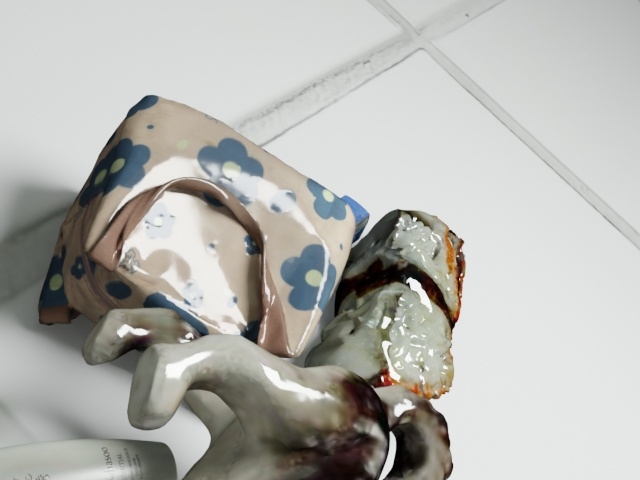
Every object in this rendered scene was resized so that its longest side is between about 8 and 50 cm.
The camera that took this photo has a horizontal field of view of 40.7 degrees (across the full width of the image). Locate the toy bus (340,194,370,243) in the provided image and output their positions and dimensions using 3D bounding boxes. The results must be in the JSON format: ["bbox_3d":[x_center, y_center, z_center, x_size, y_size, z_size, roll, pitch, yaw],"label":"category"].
[{"bbox_3d":[0.000,0.000,0.972,0.051,0.061,0.153,42,42,11],"label":"toy bus"}]

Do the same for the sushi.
[{"bbox_3d":[0.072,0.079,0.906,0.130,0.124,0.332,39,38,-18],"label":"sushi"}]

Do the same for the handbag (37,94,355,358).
[{"bbox_3d":[-0.110,0.020,0.783,0.251,0.190,0.193,31,48,-13],"label":"handbag"}]

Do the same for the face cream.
[{"bbox_3d":[-0.200,0.188,0.656,0.182,0.051,0.072,1,57,-35],"label":"face cream"}]

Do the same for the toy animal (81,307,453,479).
[{"bbox_3d":[-0.038,0.233,0.606,0.302,0.194,0.344,22,70,-27],"label":"toy animal"}]
